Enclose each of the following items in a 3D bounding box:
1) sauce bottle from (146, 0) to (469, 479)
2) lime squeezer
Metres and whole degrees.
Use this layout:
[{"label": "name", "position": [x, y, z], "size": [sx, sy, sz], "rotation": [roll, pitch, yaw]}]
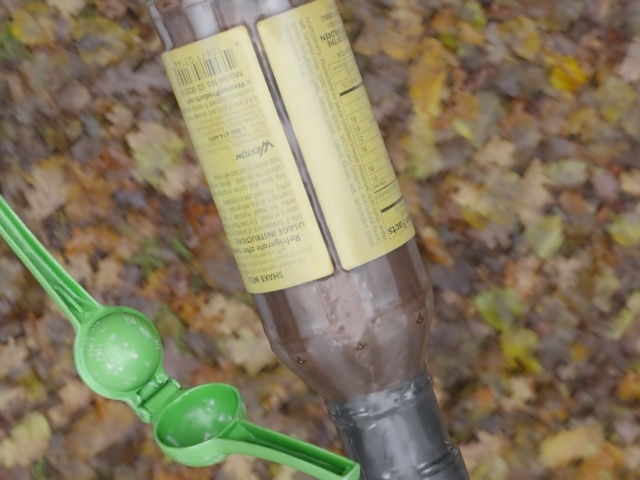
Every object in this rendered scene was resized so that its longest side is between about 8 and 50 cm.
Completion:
[{"label": "sauce bottle", "position": [0.000, 0.000, 1.139], "size": [0.111, 0.111, 0.344], "rotation": [-20, 98, -14]}, {"label": "lime squeezer", "position": [-0.102, 0.073, 1.113], "size": [0.059, 0.310, 0.110], "rotation": [-49, 157, -10]}]
